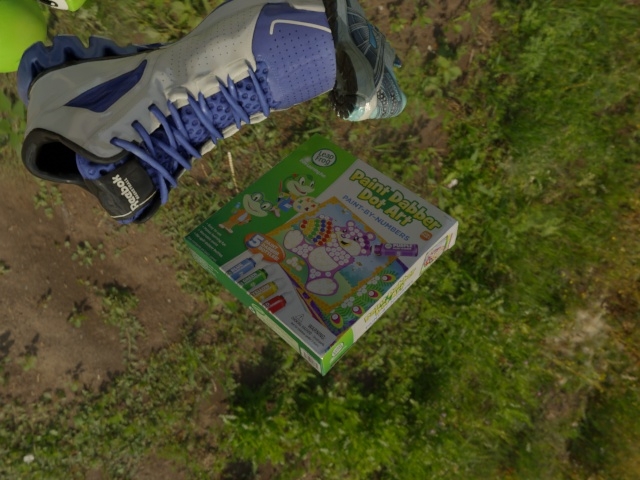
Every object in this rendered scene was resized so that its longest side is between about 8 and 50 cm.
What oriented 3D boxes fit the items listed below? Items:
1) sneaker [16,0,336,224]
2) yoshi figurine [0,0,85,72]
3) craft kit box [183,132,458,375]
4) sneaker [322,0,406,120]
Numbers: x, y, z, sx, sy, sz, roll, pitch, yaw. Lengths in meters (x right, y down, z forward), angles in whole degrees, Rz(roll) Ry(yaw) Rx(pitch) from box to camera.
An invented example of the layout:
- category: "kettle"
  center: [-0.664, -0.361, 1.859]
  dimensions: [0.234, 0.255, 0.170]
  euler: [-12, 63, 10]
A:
- category: "sneaker"
  center: [-0.135, -0.107, 0.521]
  dimensions: [0.315, 0.182, 0.128]
  euler: [-10, 146, 4]
- category: "yoshi figurine"
  center: [-0.463, -0.301, 0.632]
  dimensions: [0.361, 0.204, 0.203]
  euler: [12, 121, -10]
- category: "craft kit box"
  center: [0.000, 0.000, 0.716]
  dimensions: [0.246, 0.249, 0.061]
  euler: [-41, 150, -25]
- category: "sneaker"
  center: [0.063, -0.310, 0.938]
  dimensions: [0.122, 0.283, 0.110]
  euler: [2, 153, -27]
